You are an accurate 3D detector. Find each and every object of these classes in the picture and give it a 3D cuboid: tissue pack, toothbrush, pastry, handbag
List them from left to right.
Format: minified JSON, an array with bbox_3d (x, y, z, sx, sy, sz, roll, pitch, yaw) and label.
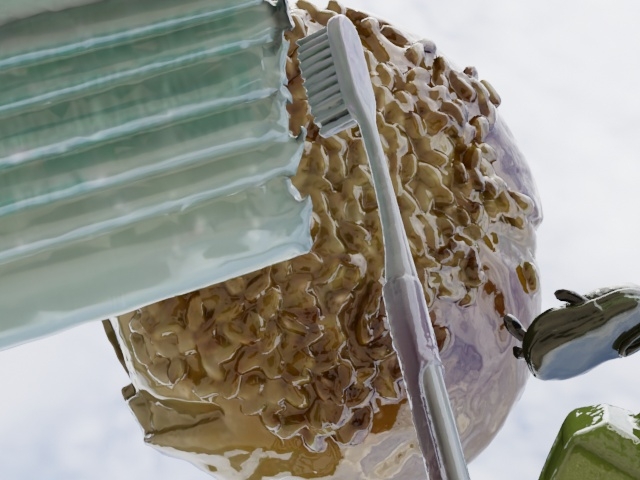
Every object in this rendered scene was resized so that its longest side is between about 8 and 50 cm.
[{"bbox_3d":[-0.236,-0.047,0.787,0.287,0.388,0.162,-139,-143,-57],"label":"tissue pack"},{"bbox_3d":[0.000,0.000,1.447,0.245,0.410,0.409,130,-50,-62],"label":"pastry"},{"bbox_3d":[0.038,0.053,0.816,0.029,0.024,0.354,-27,-118,25],"label":"toothbrush"},{"bbox_3d":[0.186,0.060,1.278,0.111,0.072,0.047,-22,-136,-3],"label":"handbag"}]

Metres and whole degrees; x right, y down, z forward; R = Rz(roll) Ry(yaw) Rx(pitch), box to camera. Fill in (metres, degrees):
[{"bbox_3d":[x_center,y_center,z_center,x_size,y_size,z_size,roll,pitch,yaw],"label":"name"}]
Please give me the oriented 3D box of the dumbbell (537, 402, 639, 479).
[{"bbox_3d":[0.209,0.034,0.952,0.108,0.121,0.302,22,-79,3],"label":"dumbbell"}]
